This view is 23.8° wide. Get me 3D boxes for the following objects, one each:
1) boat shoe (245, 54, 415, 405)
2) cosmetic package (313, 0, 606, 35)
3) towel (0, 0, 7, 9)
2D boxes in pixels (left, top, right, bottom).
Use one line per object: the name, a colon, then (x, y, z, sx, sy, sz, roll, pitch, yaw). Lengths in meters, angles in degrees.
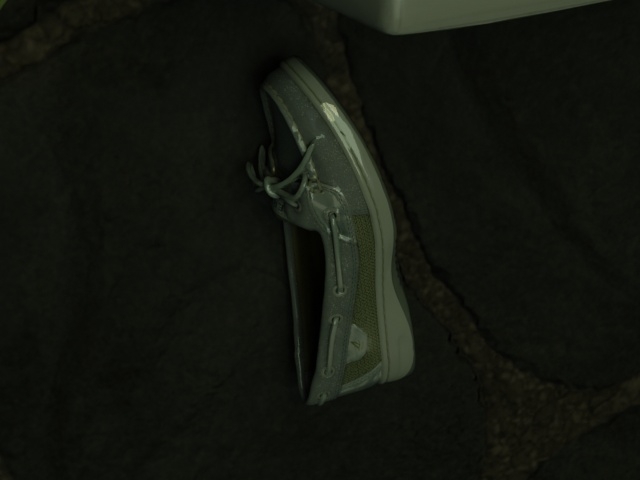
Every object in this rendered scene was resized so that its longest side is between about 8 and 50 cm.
boat shoe: (-0.001, 0.000, 1.275, 0.103, 0.118, 0.320, -23, 126, -14)
cosmetic package: (0.095, -0.376, 0.986, 0.327, 0.329, 0.394, -13, 118, -27)
towel: (-0.229, -0.187, 0.948, 0.090, 0.320, 0.374, 31, 117, -21)
